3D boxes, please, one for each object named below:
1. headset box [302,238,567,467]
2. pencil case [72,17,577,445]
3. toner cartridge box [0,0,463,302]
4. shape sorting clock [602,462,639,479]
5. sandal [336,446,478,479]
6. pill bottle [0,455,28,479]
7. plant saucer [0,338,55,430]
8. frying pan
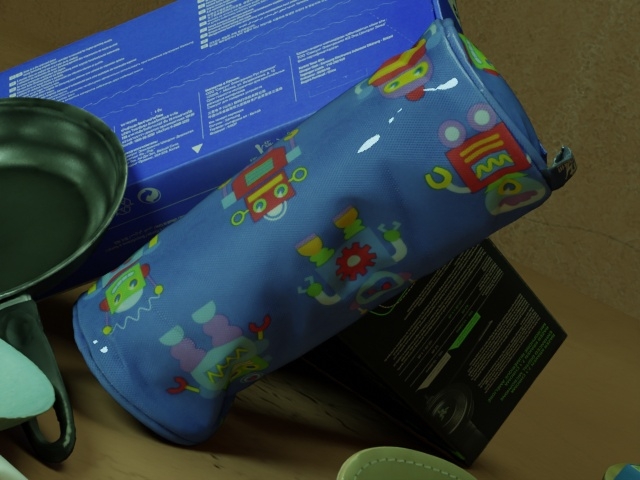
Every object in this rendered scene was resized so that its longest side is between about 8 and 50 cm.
[{"bbox_3d":[0.017,0.017,1.319,0.246,0.131,0.283,30,-11,42],"label":"headset box"},{"bbox_3d":[0.000,0.000,1.058,0.133,0.306,0.119,45,13,-38],"label":"pencil case"},{"bbox_3d":[-0.072,-0.090,1.197,0.075,0.348,0.165,56,20,-44],"label":"toner cartridge box"},{"bbox_3d":[0.310,0.229,1.356,0.206,0.040,0.206,25,10,-5],"label":"shape sorting clock"},{"bbox_3d":[0.078,0.183,0.946,0.240,0.088,0.079,27,-27,-29],"label":"sandal"},{"bbox_3d":[-0.208,0.058,0.517,0.278,0.162,0.162,29,9,38],"label":"pill bottle"},{"bbox_3d":[-0.231,0.061,0.895,0.195,0.037,0.195,24,8,-3],"label":"plant saucer"},{"bbox_3d":[-0.172,0.009,1.068,0.326,0.197,0.053,33,-32,37],"label":"frying pan"}]
